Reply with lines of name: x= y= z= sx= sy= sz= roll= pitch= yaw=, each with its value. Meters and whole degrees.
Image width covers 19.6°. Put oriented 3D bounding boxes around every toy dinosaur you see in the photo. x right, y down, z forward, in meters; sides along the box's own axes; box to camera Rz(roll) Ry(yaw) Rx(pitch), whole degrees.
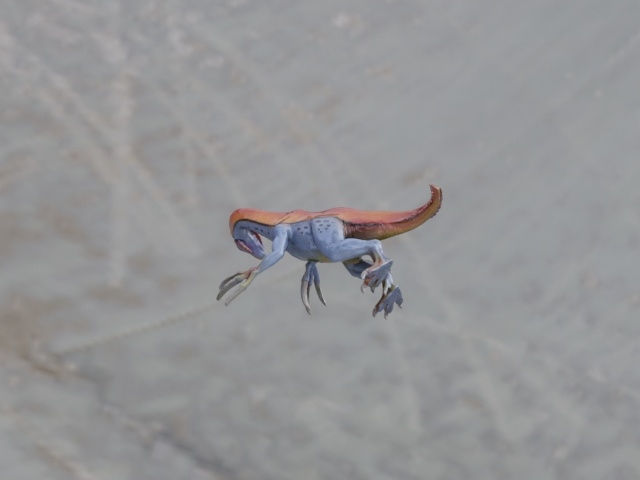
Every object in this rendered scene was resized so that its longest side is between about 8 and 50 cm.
toy dinosaur: x=0.000 y=0.000 z=0.757 sx=0.082 sy=0.090 sz=0.047 roll=39 pitch=-1 yaw=32
